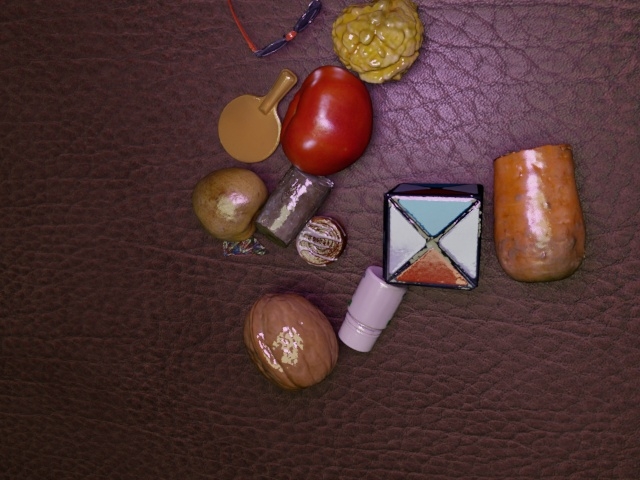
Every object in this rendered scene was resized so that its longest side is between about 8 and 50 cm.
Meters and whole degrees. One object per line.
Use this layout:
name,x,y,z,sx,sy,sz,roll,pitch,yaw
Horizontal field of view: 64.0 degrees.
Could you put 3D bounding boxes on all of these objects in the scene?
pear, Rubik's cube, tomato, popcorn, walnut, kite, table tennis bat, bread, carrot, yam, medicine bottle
pear,-0.275,-0.115,1.537,0.211,0.188,0.228,26,100,7
Rubik's cube,0.307,-0.021,1.380,0.250,0.248,0.246,2,103,15
tomato,0.025,-0.311,1.384,0.226,0.298,0.298,25,110,-18
popcorn,0.156,-0.518,1.323,0.259,0.259,0.212,-1,116,15
walnut,-0.095,0.301,1.555,0.252,0.277,0.313,-32,86,-18
kite,-0.265,-0.020,1.654,0.232,0.009,0.189,42,110,2
table tennis bat,-0.180,-0.374,1.528,0.198,0.050,0.321,43,113,1
bread,0.000,0.000,1.556,0.161,0.073,0.160,4,105,14
carrot,0.556,-0.066,1.322,0.224,0.224,0.340,-8,93,16
yam,-0.080,-0.106,1.478,0.154,0.154,0.254,37,90,4
medicine bottle,0.153,0.206,1.533,0.139,0.139,0.236,26,109,8

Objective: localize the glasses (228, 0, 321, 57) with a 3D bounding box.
glasses,-0.151,-0.667,1.415,0.234,0.118,0.268,-35,93,21
